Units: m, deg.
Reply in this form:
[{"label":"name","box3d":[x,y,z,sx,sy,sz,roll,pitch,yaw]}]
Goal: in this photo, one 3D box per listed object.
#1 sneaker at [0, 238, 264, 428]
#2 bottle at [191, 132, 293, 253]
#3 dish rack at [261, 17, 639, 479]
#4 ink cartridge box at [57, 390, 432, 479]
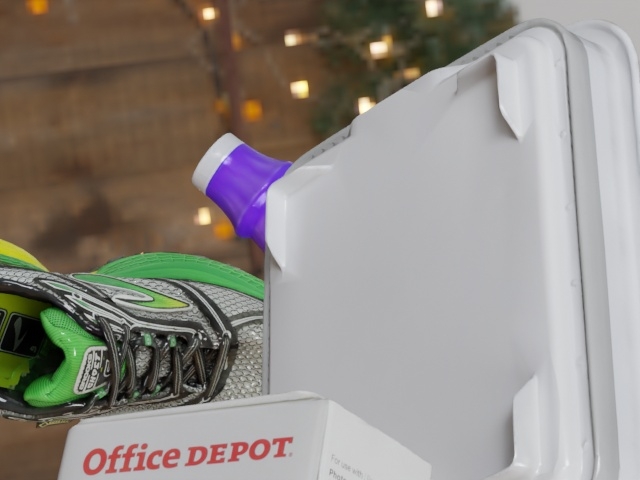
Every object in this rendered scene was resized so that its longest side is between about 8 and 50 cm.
[{"label":"sneaker","box3d":[-0.148,0.082,1.312,0.146,0.343,0.134,-141,-119,-62]},{"label":"bottle","box3d":[0.000,0.000,1.941,0.283,0.092,0.118,37,-2,9]},{"label":"dish rack","box3d":[0.055,0.049,1.057,0.285,0.072,0.333,-30,-131,42]},{"label":"ink cartridge box","box3d":[-0.045,0.175,0.787,0.086,0.148,0.203,36,55,-43]}]
